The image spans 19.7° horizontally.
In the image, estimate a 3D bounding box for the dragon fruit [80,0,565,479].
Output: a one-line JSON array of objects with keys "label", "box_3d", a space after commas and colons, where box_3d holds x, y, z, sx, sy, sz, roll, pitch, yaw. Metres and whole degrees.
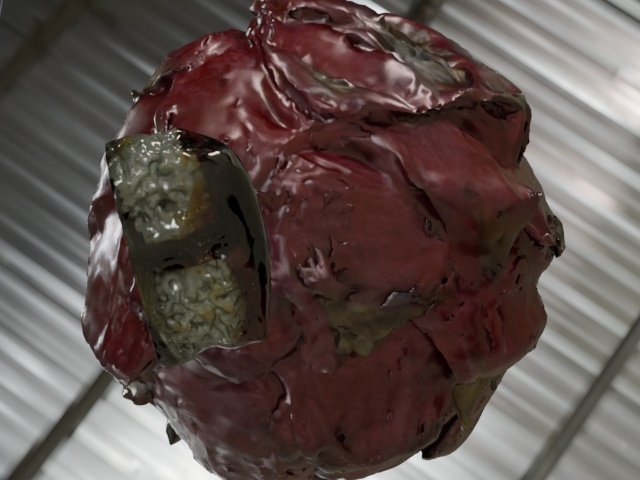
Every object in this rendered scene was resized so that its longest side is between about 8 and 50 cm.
[{"label": "dragon fruit", "box_3d": [0.003, 0.000, 1.189, 0.329, 0.329, 0.329, -52, -12, -16]}]

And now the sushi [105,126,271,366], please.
[{"label": "sushi", "box_3d": [-0.041, 0.000, 0.622, 0.044, 0.046, 0.083, -107, 4, -68]}]

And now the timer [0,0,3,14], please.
[{"label": "timer", "box_3d": [-0.317, -0.143, 0.592, 0.395, 0.395, 0.173, -36, -33, -60]}]
